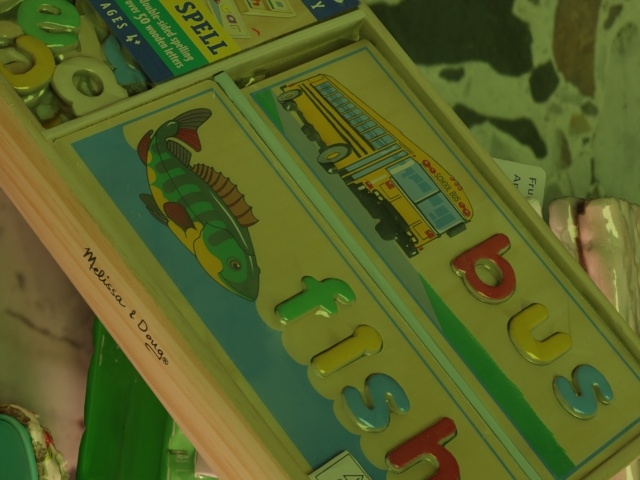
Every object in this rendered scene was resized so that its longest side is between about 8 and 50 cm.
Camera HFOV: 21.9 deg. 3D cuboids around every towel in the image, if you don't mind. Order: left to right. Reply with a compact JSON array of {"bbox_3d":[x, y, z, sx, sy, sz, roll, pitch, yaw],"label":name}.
[{"bbox_3d":[0.230,0.134,1.180,0.332,0.053,0.317,11,75,-67],"label":"towel"}]

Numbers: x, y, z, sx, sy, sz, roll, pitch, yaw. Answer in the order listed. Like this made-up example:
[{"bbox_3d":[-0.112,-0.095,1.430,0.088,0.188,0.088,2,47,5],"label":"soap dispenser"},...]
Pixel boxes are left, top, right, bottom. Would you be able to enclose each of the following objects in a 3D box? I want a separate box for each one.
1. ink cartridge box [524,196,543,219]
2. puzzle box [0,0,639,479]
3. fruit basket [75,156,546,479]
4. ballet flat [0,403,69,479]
[{"bbox_3d":[0.071,0.153,1.046,0.261,0.066,0.296,-31,116,-43],"label":"ink cartridge box"},{"bbox_3d":[0.000,0.000,0.919,0.272,0.052,0.409,-28,74,-43],"label":"puzzle box"},{"bbox_3d":[0.022,0.088,1.116,0.353,0.165,0.327,8,88,-33],"label":"fruit basket"},{"bbox_3d":[-0.189,0.219,1.058,0.077,0.091,0.241,-4,100,-60],"label":"ballet flat"}]
